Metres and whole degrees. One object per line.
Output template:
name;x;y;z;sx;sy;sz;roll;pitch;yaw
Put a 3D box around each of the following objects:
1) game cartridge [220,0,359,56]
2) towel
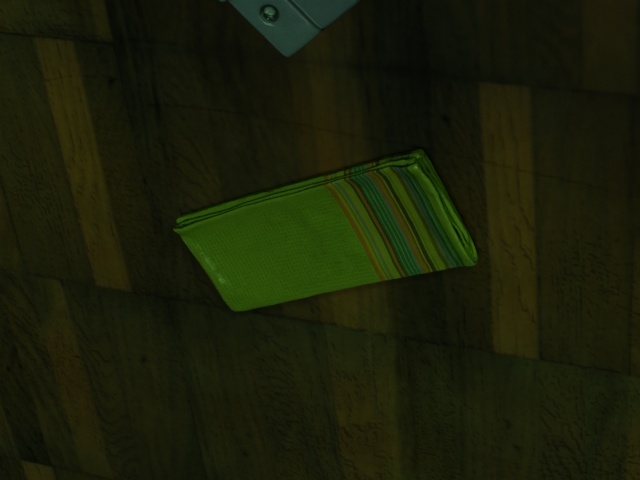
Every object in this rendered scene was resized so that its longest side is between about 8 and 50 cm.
game cartridge;-0.066;-0.293;0.851;0.355;0.068;0.230;43;133;-15
towel;0.000;0.000;1.139;0.237;0.021;0.102;-14;118;34
